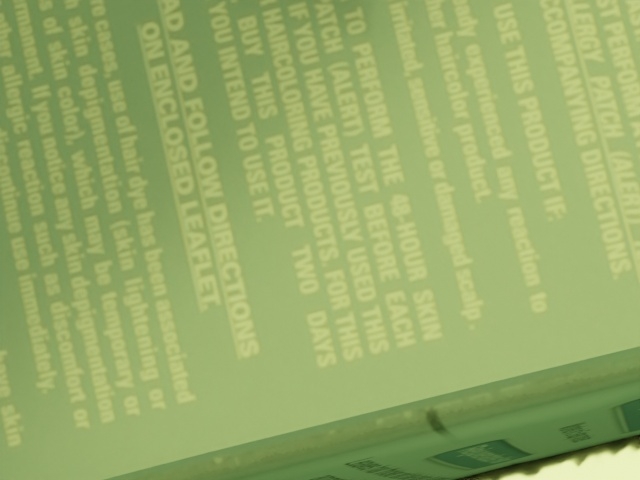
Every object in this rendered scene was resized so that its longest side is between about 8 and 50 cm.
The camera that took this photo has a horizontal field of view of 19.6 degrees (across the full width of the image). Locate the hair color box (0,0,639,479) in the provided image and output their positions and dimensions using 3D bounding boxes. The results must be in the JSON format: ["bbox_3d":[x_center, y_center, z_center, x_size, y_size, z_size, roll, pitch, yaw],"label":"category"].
[{"bbox_3d":[0.000,0.000,0.413,0.374,0.185,0.113,-14,79,8],"label":"hair color box"}]
